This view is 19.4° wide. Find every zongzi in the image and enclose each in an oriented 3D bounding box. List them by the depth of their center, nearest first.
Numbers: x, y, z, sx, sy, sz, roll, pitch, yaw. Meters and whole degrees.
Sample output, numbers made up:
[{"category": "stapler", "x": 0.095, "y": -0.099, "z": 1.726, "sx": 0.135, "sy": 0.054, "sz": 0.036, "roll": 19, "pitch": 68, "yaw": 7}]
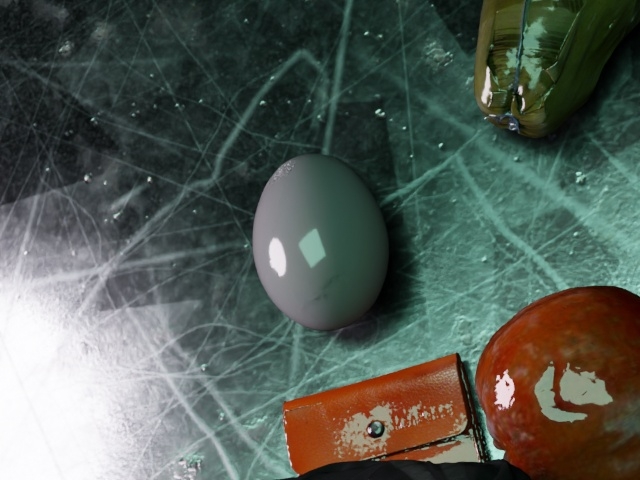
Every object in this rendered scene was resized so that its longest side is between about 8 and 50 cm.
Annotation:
[{"category": "zongzi", "x": 0.304, "y": -0.228, "z": 1.982, "sx": 0.274, "sy": 0.125, "sz": 0.250, "roll": 4, "pitch": 76, "yaw": 14}]

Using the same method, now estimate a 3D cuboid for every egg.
[{"category": "egg", "x": 0.000, "y": 0.000, "z": 2.009, "sx": 0.146, "sy": 0.146, "sz": 0.198, "roll": -11, "pitch": 66, "yaw": 16}]

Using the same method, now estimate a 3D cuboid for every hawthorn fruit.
[{"category": "hawthorn fruit", "x": 0.291, "y": 0.141, "z": 1.819, "sx": 0.272, "sy": 0.242, "sz": 0.242, "roll": -36, "pitch": 67, "yaw": 11}]

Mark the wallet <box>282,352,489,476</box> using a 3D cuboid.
[{"category": "wallet", "x": 0.068, "y": 0.212, "z": 1.983, "sx": 0.204, "sy": 0.045, "sz": 0.142, "roll": -17, "pitch": 71, "yaw": 14}]

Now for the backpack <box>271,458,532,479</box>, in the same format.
[{"category": "backpack", "x": 0.015, "y": 0.361, "z": 1.791, "sx": 0.446, "sy": 0.254, "sz": 0.363, "roll": -1, "pitch": 32, "yaw": 50}]
